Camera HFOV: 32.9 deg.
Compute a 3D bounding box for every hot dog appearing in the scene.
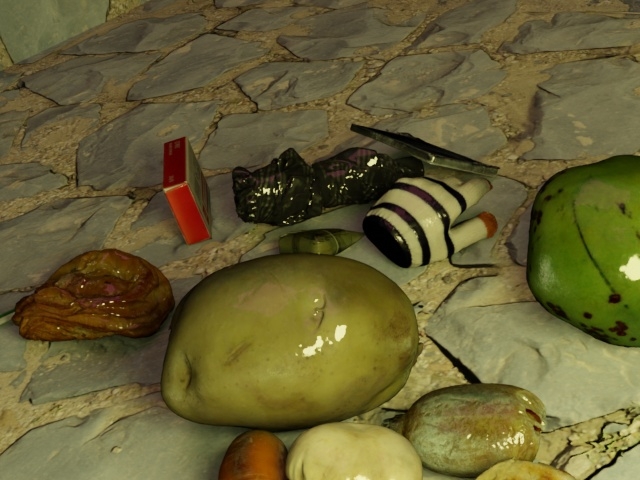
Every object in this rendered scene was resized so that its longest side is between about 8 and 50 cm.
[{"bbox_3d":[-0.366,0.088,1.693,0.259,0.114,0.175,-3,30,21],"label":"hot dog"}]

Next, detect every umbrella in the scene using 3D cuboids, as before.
[{"bbox_3d":[0.016,-0.105,1.846,0.336,0.128,0.154,-10,5,0],"label":"umbrella"}]

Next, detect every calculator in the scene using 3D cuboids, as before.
[{"bbox_3d":[0.178,-0.163,1.912,0.161,0.021,0.261,8,13,-33],"label":"calculator"}]

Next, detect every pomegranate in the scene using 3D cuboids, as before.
[{"bbox_3d":[0.372,0.012,1.361,0.254,0.254,0.270,-21,6,-12],"label":"pomegranate"}]

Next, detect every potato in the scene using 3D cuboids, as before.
[{"bbox_3d":[-0.041,0.125,1.343,0.326,0.221,0.243,-5,-14,16],"label":"potato"}]

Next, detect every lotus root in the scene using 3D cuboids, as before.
[{"bbox_3d":[0.160,0.215,1.236,0.192,0.088,0.113,-4,36,19],"label":"lotus root"}]

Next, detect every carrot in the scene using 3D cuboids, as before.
[{"bbox_3d":[-0.075,0.293,1.210,0.087,0.087,0.193,-11,31,6],"label":"carrot"}]

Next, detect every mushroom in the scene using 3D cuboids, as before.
[{"bbox_3d":[0.036,0.262,1.186,0.154,0.123,0.154,8,-4,1],"label":"mushroom"}]

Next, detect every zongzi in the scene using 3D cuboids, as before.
[{"bbox_3d":[0.000,0.000,1.758,0.113,0.052,0.104,-21,19,-41],"label":"zongzi"}]

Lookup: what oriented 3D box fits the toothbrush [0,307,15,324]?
[{"bbox_3d":[-0.462,0.106,1.806,0.304,0.030,0.030,-24,29,-11],"label":"toothbrush"}]

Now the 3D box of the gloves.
[{"bbox_3d":[0.179,-0.050,1.678,0.218,0.131,0.140,-38,37,-22],"label":"gloves"}]

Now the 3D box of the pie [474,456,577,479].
[{"bbox_3d":[0.186,0.301,1.066,0.179,0.084,0.205,15,43,43],"label":"pie"}]

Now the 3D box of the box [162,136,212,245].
[{"bbox_3d":[-0.241,-0.095,1.965,0.050,0.123,0.229,-19,28,2],"label":"box"}]
